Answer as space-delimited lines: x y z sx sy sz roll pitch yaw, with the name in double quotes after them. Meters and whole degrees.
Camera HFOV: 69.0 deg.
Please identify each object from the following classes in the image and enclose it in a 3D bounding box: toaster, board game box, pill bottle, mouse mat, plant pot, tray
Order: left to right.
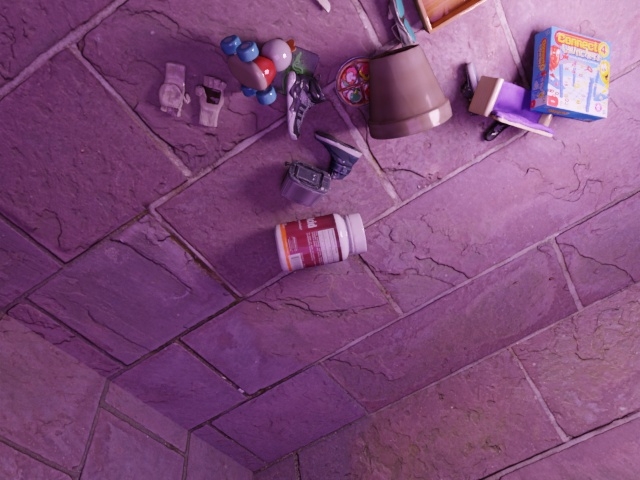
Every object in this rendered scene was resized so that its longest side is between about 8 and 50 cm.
-0.104 -0.650 1.801 0.153 0.007 0.189 14 122 -18 "mouse mat"
-0.077 -0.240 1.990 0.227 0.129 0.146 21 143 -15 "toaster"
0.000 0.000 2.128 0.393 0.224 0.224 -11 125 -2 "pill bottle"
0.311 -0.569 1.756 0.324 0.323 0.280 -17 113 3 "plant pot"
0.533 -0.946 1.660 0.411 0.076 0.202 -27 124 11 "tray"
0.981 -0.641 1.820 0.309 0.086 0.301 4 89 -19 "board game box"

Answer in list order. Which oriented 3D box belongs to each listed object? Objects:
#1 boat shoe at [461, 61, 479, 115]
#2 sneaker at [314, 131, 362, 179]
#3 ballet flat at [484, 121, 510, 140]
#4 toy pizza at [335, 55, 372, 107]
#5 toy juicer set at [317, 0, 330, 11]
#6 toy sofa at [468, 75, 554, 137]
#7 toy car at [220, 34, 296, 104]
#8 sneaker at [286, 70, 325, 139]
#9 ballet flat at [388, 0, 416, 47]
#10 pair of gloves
0.615 -0.613 1.906 0.076 0.080 0.228 -8 131 29 "boat shoe"
0.046 -0.352 1.979 0.226 0.086 0.163 23 115 -24 "sneaker"
0.784 -0.502 2.029 0.173 0.049 0.057 -41 98 12 "ballet flat"
0.159 -0.623 1.844 0.202 0.032 0.201 -4 125 -6 "toy pizza"
0.011 -0.966 1.553 0.209 0.089 0.328 18 120 -20 "toy juicer set"
0.795 -0.535 1.863 0.363 0.177 0.150 6 113 -29 "toy sofa"
-0.197 -0.665 1.701 0.238 0.210 0.219 -41 140 -15 "toy car"
-0.057 -0.523 1.828 0.153 0.101 0.268 -2 122 -5 "sneaker"
0.285 -0.814 1.717 0.068 0.072 0.213 -8 128 35 "ballet flat"
-0.494 -0.552 1.784 0.240 0.042 0.204 15 121 -17 "pair of gloves"
